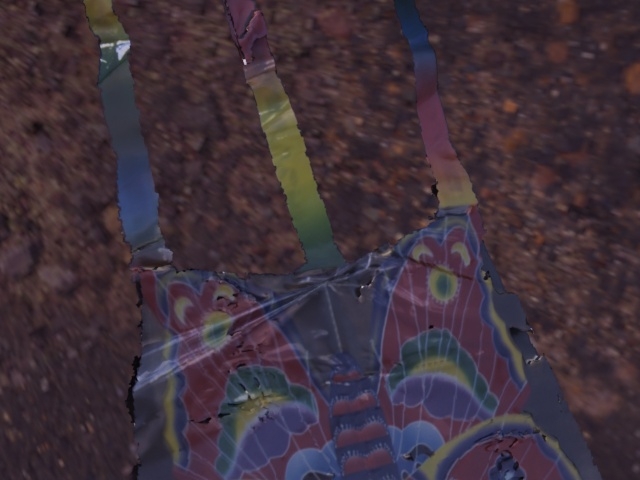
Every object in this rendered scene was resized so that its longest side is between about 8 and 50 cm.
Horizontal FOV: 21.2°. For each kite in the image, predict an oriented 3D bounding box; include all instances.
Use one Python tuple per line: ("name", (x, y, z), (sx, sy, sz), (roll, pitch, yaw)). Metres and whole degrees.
("kite", (0.000, 0.000, 0.436), (0.152, 0.015, 0.285), (-9, 86, -31))
